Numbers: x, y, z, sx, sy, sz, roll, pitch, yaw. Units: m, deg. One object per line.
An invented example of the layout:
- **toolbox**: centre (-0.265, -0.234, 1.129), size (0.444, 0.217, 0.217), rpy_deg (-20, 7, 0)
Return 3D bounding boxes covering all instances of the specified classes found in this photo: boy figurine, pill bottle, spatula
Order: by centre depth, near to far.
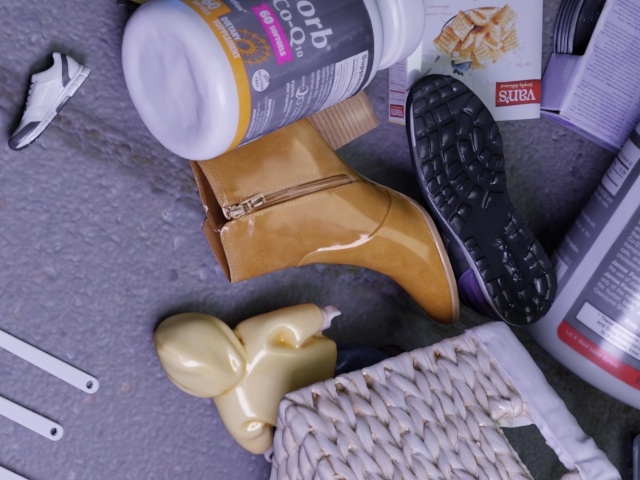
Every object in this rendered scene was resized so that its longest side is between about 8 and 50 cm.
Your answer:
- **spatula**: centre (-0.343, 0.146, 1.795), size (0.242, 0.019, 0.168), rpy_deg (33, 77, -29)
- **pill bottle**: centre (-0.041, -0.194, 1.805), size (0.278, 0.162, 0.162), rpy_deg (-27, 110, -34)
- **boy figurine**: centre (-0.046, 0.143, 1.908), size (0.285, 0.092, 0.177), rpy_deg (11, 105, -27)
- **pill bottle**: centre (0.392, -0.012, 1.996), size (0.210, 0.210, 0.363), rpy_deg (24, 106, -29)

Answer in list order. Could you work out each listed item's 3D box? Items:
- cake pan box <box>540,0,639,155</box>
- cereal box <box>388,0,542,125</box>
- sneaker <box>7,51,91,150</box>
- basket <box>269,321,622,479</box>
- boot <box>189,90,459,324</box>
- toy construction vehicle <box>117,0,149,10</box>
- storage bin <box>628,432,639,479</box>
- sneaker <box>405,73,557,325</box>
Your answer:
- **cake pan box**: centre (0.385, -0.208, 2.098), size (0.267, 0.070, 0.245), rpy_deg (23, 85, -29)
- **cereal box**: centre (0.156, -0.245, 1.978), size (0.173, 0.047, 0.240), rpy_deg (-6, 101, -27)
- **sneaker**: centre (-0.268, -0.133, 1.780), size (0.044, 0.040, 0.109), rpy_deg (38, 76, -11)
- **basket**: centre (0.124, 0.317, 1.836), size (0.266, 0.328, 0.331), rpy_deg (-14, 138, -23)
- **boot**: centre (0.000, -0.001, 1.909), size (0.211, 0.104, 0.295), rpy_deg (-30, 102, -15)
- **toy construction vehicle**: centre (-0.139, -0.253, 1.826), size (0.098, 0.035, 0.085), rpy_deg (20, 88, -29)
- **storage bin**: centre (0.420, 0.281, 2.189), size (0.091, 0.098, 0.135), rpy_deg (-16, 107, -54)
- **sneaker**: centre (0.137, -0.038, 1.960), size (0.107, 0.124, 0.283), rpy_deg (-30, 107, -26)
